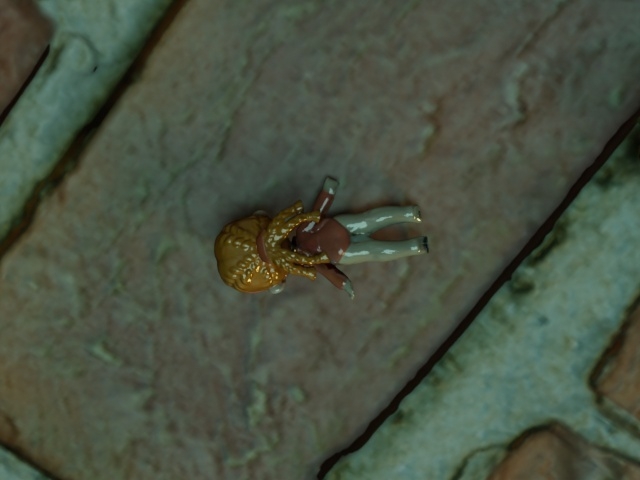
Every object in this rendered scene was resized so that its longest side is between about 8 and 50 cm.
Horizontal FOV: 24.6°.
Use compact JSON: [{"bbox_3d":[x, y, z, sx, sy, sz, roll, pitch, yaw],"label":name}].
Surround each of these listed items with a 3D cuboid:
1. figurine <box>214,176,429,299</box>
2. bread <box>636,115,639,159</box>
[{"bbox_3d":[0.000,0.000,0.750,0.109,0.047,0.064,-9,81,-2],"label":"figurine"},{"bbox_3d":[0.234,-0.055,0.713,0.156,0.064,0.117,-26,112,9],"label":"bread"}]
